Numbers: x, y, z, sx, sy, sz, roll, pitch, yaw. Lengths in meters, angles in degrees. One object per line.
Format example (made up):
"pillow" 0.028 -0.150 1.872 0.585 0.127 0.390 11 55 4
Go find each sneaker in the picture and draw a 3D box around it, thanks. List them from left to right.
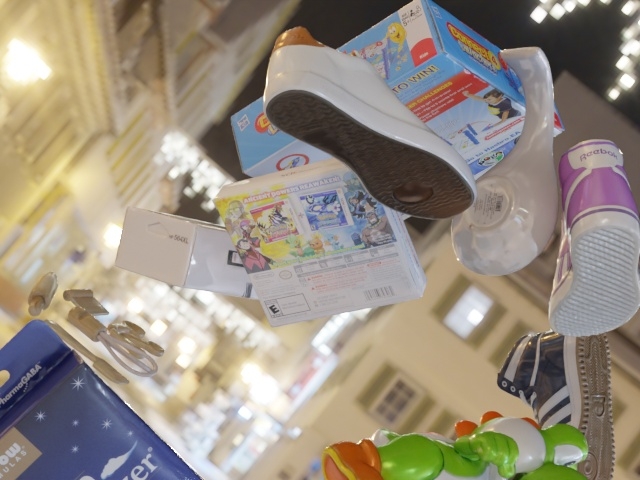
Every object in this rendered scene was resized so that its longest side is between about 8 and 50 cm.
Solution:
"sneaker" 0.062 -0.128 1.518 0.106 0.123 0.290 -28 -45 33
"sneaker" 0.336 0.262 2.099 0.099 0.282 0.153 15 -17 -42
"sneaker" 0.317 -0.008 1.682 0.102 0.161 0.282 -2 -33 -2

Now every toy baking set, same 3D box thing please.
"toy baking set" -0.293 0.110 1.898 0.196 0.030 0.256 29 10 -5

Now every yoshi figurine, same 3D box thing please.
"yoshi figurine" 0.181 0.302 1.669 0.203 0.362 0.203 -19 -100 60

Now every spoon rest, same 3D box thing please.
"spoon rest" 0.231 -0.087 1.720 0.137 0.276 0.084 1 -18 39

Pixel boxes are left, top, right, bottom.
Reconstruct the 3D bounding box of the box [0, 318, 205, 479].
"box" -0.179 0.178 1.066 0.225 0.136 0.036 49 -8 -25

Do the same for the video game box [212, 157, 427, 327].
"video game box" 0.000 0.000 1.725 0.205 0.048 0.187 -12 -62 23

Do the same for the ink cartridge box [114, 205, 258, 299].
"ink cartridge box" -0.144 0.021 1.903 0.148 0.086 0.203 14 2 44

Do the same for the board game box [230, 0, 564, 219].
"board game box" 0.100 -0.146 1.842 0.302 0.308 0.086 24 45 -51
